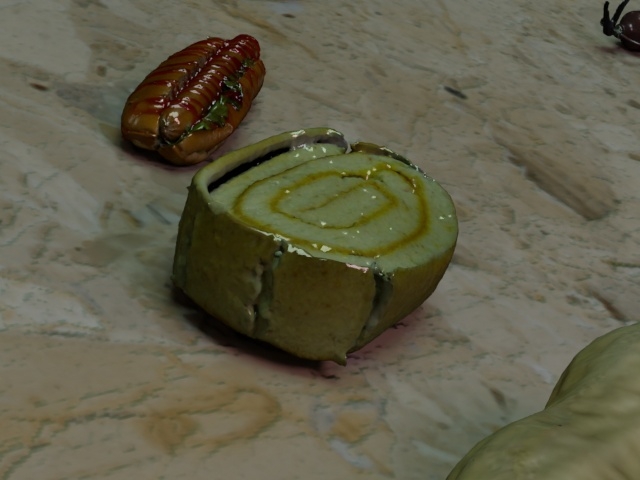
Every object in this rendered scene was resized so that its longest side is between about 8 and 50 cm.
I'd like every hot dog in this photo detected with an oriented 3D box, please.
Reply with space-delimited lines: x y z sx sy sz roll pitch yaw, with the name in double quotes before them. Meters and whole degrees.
"hot dog" -0.066 -0.084 1.024 0.062 0.038 0.144 21 28 7

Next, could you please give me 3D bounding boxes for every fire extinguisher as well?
"fire extinguisher" 0.267 -0.148 1.337 0.173 0.035 0.049 -6 74 -36

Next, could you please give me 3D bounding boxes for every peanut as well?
"peanut" 0.111 0.117 0.700 0.125 0.111 0.274 41 37 11

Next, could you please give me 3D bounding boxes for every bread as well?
"bread" 0.000 0.000 0.886 0.117 0.064 0.156 34 31 21
